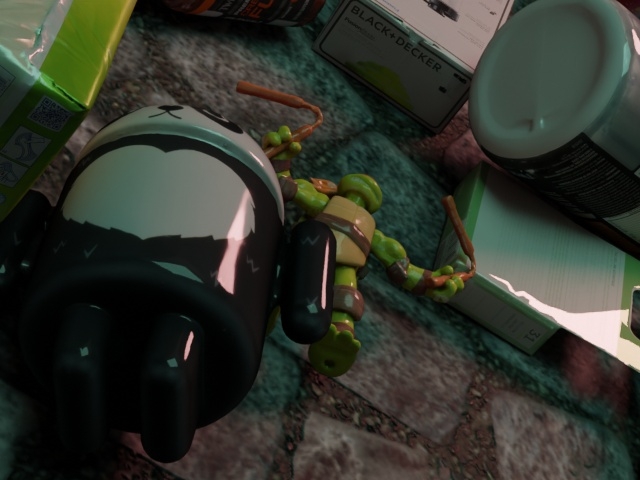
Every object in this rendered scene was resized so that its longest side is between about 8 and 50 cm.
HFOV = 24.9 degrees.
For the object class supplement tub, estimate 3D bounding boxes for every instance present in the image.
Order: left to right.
[{"bbox_3d":[-0.092,-0.268,1.412,0.197,0.106,0.106,0,51,-38],"label":"supplement tub"},{"bbox_3d":[0.312,-0.102,1.464,0.316,0.193,0.194,28,35,-41],"label":"supplement tub"}]

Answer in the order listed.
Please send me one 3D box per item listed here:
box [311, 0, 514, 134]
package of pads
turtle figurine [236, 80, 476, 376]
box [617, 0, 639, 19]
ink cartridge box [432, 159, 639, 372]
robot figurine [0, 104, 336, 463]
[{"bbox_3d":[0.114,-0.258,1.583,0.169,0.087,0.290,33,37,-7],"label":"box"},{"bbox_3d":[-0.227,-0.131,1.061,0.101,0.229,0.297,33,37,-17],"label":"package of pads"},{"bbox_3d":[0.000,0.000,1.226,0.269,0.087,0.217,39,44,-11],"label":"turtle figurine"},{"bbox_3d":[0.429,-0.295,1.846,0.256,0.123,0.128,30,38,-11],"label":"box"},{"bbox_3d":[0.225,0.043,1.391,0.235,0.056,0.171,33,38,-10],"label":"ink cartridge box"},{"bbox_3d":[-0.117,0.022,1.035,0.209,0.173,0.278,37,36,-22],"label":"robot figurine"}]
